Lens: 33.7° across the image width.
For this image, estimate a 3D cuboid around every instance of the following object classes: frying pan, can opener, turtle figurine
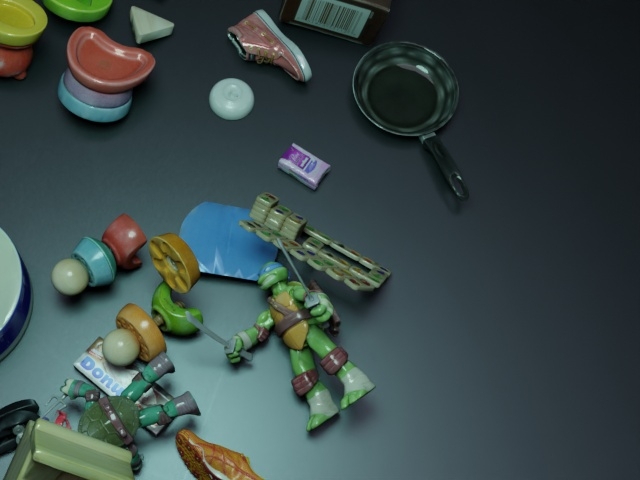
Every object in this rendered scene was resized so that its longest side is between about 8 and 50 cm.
[{"bbox_3d":[0.201,-0.231,1.929,0.326,0.053,0.197,44,70,10],"label":"frying pan"},{"bbox_3d":[-0.513,0.313,1.626,0.186,0.073,0.059,-29,112,-14],"label":"can opener"},{"bbox_3d":[-0.310,0.275,1.602,0.234,0.118,0.175,-30,98,-13],"label":"turtle figurine"},{"bbox_3d":[-0.055,0.163,1.648,0.197,0.274,0.266,-34,82,2],"label":"turtle figurine"}]

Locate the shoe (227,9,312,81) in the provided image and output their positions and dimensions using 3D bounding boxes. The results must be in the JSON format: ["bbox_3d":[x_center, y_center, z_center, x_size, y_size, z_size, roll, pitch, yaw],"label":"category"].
[{"bbox_3d":[-0.095,-0.343,1.938,0.081,0.063,0.178,-33,69,-16],"label":"shoe"}]

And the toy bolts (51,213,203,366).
[{"bbox_3d":[-0.313,0.068,1.666,0.158,0.218,0.228,-34,67,-31],"label":"toy bolts"}]

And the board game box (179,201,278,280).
[{"bbox_3d":[-0.158,0.006,1.801,0.168,0.033,0.133,10,62,-8],"label":"board game box"}]

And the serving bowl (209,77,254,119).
[{"bbox_3d":[-0.160,-0.260,1.912,0.083,0.027,0.083,3,68,-6],"label":"serving bowl"}]

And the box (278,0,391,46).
[{"bbox_3d":[0.052,-0.577,1.999,0.191,0.143,0.382,15,68,-9],"label":"box"}]

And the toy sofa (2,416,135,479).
[{"bbox_3d":[-0.402,0.442,1.479,0.150,0.177,0.363,25,90,-17],"label":"toy sofa"}]

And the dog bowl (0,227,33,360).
[{"bbox_3d":[-0.598,0.084,1.677,0.264,0.104,0.265,2,67,-5],"label":"dog bowl"}]

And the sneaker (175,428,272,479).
[{"bbox_3d":[-0.153,0.352,1.650,0.175,0.064,0.067,38,46,5],"label":"sneaker"}]

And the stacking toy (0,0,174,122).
[{"bbox_3d":[-0.439,-0.343,1.901,0.308,0.130,0.279,30,41,3],"label":"stacking toy"}]

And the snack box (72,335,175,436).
[{"bbox_3d":[-0.308,0.233,1.692,0.178,0.022,0.064,38,69,9],"label":"snack box"}]

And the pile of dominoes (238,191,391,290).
[{"bbox_3d":[0.000,0.000,1.740,0.251,0.196,0.040,29,105,6],"label":"pile of dominoes"}]

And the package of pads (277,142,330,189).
[{"bbox_3d":[-0.029,-0.131,1.871,0.083,0.032,0.050,33,65,7],"label":"package of pads"}]
